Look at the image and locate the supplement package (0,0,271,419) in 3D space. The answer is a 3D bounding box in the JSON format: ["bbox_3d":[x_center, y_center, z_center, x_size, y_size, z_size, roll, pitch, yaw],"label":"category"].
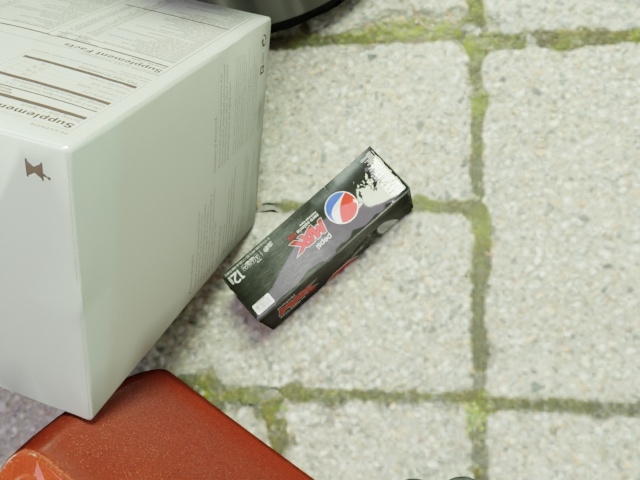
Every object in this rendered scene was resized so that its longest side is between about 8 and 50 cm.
[{"bbox_3d":[-0.181,-0.055,0.534,0.198,0.199,0.263,16,34,12],"label":"supplement package"}]

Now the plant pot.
[{"bbox_3d":[-0.129,0.260,0.494,0.267,0.236,0.267,32,83,14],"label":"plant pot"}]

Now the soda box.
[{"bbox_3d":[0.000,0.000,0.629,0.169,0.060,0.053,-41,73,-2],"label":"soda box"}]

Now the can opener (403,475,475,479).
[{"bbox_3d":[0.095,0.319,0.516,0.076,0.095,0.283,-4,82,7],"label":"can opener"}]

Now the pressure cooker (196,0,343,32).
[{"bbox_3d":[-0.100,-0.410,0.559,0.370,0.420,0.375,34,84,14],"label":"pressure cooker"}]
